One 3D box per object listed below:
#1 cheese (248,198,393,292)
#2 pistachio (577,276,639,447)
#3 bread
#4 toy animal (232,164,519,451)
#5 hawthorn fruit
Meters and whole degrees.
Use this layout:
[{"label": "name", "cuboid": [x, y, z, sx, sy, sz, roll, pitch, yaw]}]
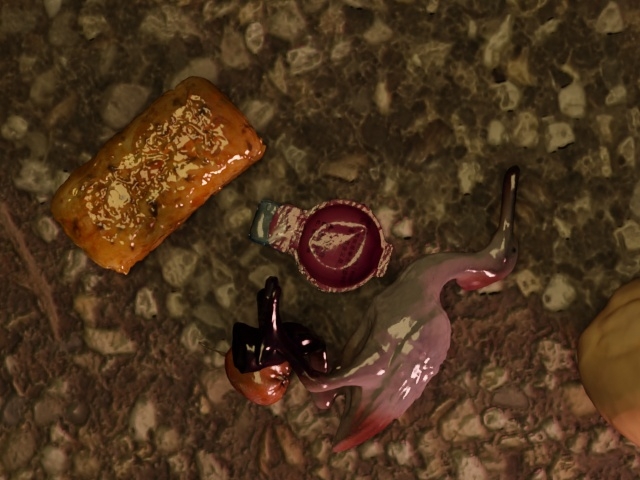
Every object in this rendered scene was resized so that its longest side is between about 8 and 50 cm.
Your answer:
[{"label": "cheese", "cuboid": [0.000, 0.000, 1.621, 0.145, 0.038, 0.095, 18, 90, 13]}, {"label": "pistachio", "cuboid": [0.383, 0.135, 1.511, 0.299, 0.187, 0.187, 22, 92, 1]}, {"label": "bread", "cuboid": [-0.162, -0.065, 1.623, 0.211, 0.083, 0.114, -42, 88, 6]}, {"label": "toy animal", "cuboid": [0.079, 0.081, 1.575, 0.324, 0.090, 0.195, -24, 115, -12]}, {"label": "hawthorn fruit", "cuboid": [-0.076, 0.122, 1.622, 0.103, 0.067, 0.066, 15, 91, 29]}]
